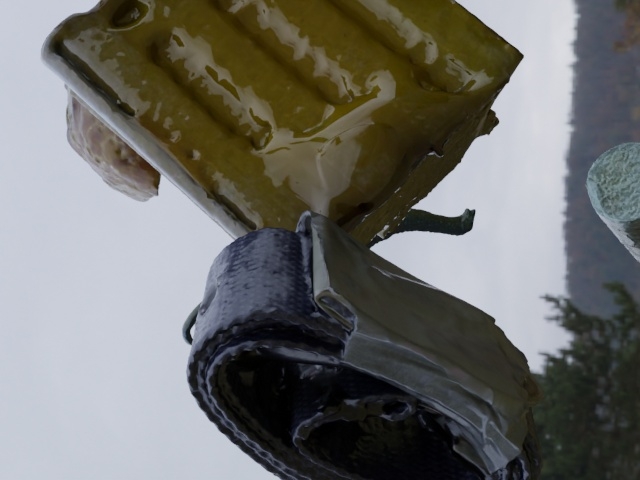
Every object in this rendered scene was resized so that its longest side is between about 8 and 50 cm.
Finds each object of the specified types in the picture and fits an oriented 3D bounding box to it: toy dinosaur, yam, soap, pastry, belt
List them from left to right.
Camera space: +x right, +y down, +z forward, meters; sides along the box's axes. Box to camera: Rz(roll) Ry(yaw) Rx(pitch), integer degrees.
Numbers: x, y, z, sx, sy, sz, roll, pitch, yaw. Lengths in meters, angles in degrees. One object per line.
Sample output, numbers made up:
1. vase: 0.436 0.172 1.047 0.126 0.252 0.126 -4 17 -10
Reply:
1. pastry: -0.259 -0.184 1.258 0.237 0.170 0.256 -88 20 -58
2. soap: -0.029 -0.124 0.744 0.259 0.281 0.143 -43 -12 -18
3. toy dinosaur: 0.000 -0.012 1.031 0.362 0.076 0.147 -24 -80 -16
4. belt: 0.031 0.080 0.594 0.140 0.230 0.126 -53 16 27
5. yam: 0.382 -0.027 1.089 0.259 0.093 0.093 29 -114 -55
